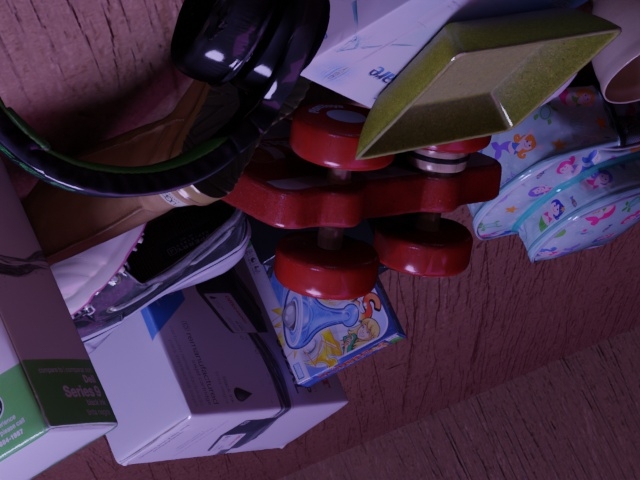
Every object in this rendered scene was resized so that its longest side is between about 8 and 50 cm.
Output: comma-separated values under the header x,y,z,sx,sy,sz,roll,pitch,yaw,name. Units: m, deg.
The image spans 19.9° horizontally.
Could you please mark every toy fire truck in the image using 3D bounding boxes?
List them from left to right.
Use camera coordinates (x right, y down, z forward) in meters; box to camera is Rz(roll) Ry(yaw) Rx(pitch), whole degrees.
x,y,z,sx,sy,sz,roll,pitch,yaw,name
0.016,-0.074,1.802,0.302,0.254,0.169,-11,118,-39,toy fire truck

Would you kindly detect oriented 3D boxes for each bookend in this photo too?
x,y,z,sx,sy,sz,roll,pitch,yaw,name
0.000,0.000,2.061,0.156,0.157,0.072,-32,160,22,bookend

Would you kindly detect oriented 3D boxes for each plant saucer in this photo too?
x,y,z,sx,sy,sz,roll,pitch,yaw,name
0.138,-0.145,1.593,0.188,0.045,0.188,-12,162,-34,plant saucer

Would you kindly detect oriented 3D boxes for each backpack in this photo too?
x,y,z,sx,sy,sz,roll,pitch,yaw,name
0.284,-0.086,2.156,0.254,0.191,0.225,-4,155,-36,backpack

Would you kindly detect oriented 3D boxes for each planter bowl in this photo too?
x,y,z,sx,sy,sz,roll,pitch,yaw,name
0.348,-0.232,1.917,0.162,0.109,0.162,-22,163,-7,planter bowl

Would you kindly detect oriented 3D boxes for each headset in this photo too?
x,y,z,sx,sy,sz,roll,pitch,yaw,name
-0.080,-0.206,1.258,0.394,0.243,0.185,-50,-165,-13,headset

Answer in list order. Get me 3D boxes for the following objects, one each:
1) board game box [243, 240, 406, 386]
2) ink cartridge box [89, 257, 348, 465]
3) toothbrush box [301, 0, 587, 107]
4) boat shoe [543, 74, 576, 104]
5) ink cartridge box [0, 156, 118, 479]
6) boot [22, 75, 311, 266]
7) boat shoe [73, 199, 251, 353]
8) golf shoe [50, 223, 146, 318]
x,y,z,sx,sy,sz,roll,pitch,yaw,name
-0.001,0.052,2.134,0.136,0.201,0.035,-29,162,13,board game box
-0.136,0.129,2.149,0.129,0.223,0.307,-35,159,29,ink cartridge box
0.116,-0.245,1.560,0.296,0.126,0.216,-28,163,17,toothbrush box
0.183,-0.169,1.957,0.076,0.080,0.228,-6,163,-47,boat shoe
-0.343,0.087,1.661,0.211,0.289,0.121,-31,164,23,ink cartridge box
-0.152,-0.095,1.689,0.269,0.089,0.236,-18,-151,48,boot
-0.229,0.025,1.948,0.335,0.121,0.119,-30,157,-18,boat shoe
-0.307,0.027,1.823,0.306,0.115,0.140,-41,125,-1,golf shoe
